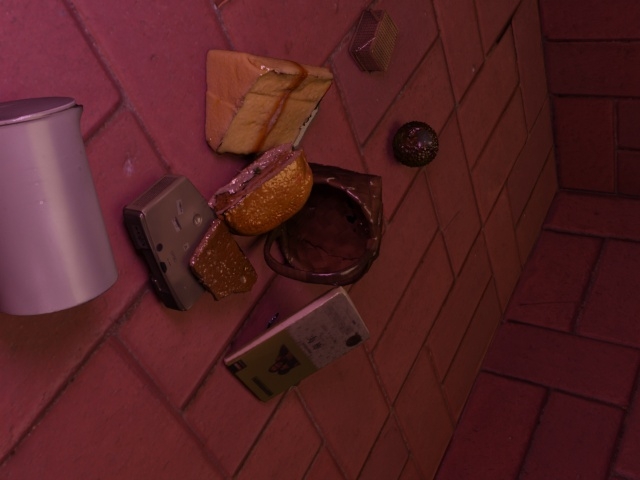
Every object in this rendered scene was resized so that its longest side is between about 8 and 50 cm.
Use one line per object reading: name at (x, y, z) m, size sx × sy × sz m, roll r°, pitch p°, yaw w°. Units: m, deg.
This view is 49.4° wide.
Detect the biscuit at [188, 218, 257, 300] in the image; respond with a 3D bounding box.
biscuit at (-0.215, 0.066, 1.557) m, size 0.131 × 0.026 × 0.237 m, roll -61°, pitch 149°, yaw -26°

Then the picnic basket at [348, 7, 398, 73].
picnic basket at (0.159, -0.588, 2.054) m, size 0.115 × 0.079 × 0.164 m, roll 38°, pitch 67°, yaw -54°

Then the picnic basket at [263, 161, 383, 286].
picnic basket at (0.000, 0.000, 1.762) m, size 0.337 × 0.293 × 0.337 m, roll 12°, pitch 90°, yaw -71°

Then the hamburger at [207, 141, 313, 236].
hamburger at (-0.141, -0.099, 1.639) m, size 0.283 × 0.144 × 0.156 m, roll -39°, pitch 132°, yaw -12°

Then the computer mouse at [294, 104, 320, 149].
computer mouse at (-0.071, -0.303, 1.797) m, size 0.089 × 0.056 × 0.181 m, roll 29°, pitch 85°, yaw -33°

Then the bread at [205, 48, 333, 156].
bread at (-0.114, -0.301, 1.607) m, size 0.263 × 0.198 × 0.236 m, roll -7°, pitch 111°, yaw -49°

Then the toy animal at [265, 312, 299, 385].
toy animal at (-0.113, 0.307, 1.891) m, size 0.079 × 0.070 × 0.253 m, roll -60°, pitch 139°, yaw -41°

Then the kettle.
kettle at (-0.491, -0.058, 1.132) m, size 0.205 × 0.265 × 0.318 m, roll -85°, pitch 170°, yaw -67°

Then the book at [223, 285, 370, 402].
book at (-0.049, 0.279, 1.820) m, size 0.352 × 0.035 × 0.239 m, roll -33°, pitch 135°, yaw -1°

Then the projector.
projector at (-0.305, -0.004, 1.491) m, size 0.193 × 0.088 × 0.269 m, roll -50°, pitch 137°, yaw -40°

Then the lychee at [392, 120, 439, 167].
lychee at (0.315, -0.311, 2.308) m, size 0.171 × 0.171 × 0.171 m, roll -21°, pitch 115°, yaw -53°
